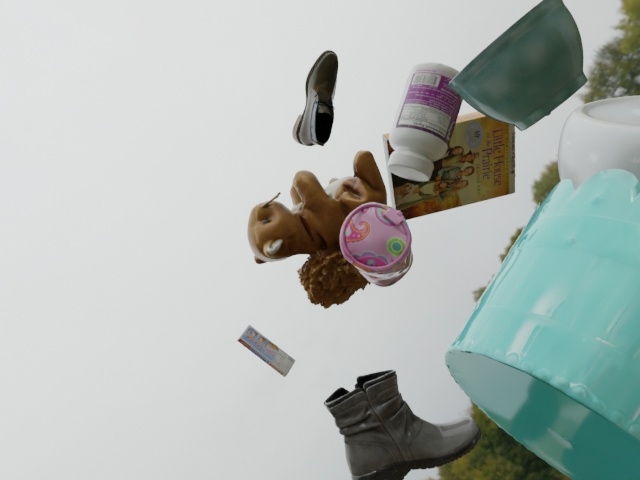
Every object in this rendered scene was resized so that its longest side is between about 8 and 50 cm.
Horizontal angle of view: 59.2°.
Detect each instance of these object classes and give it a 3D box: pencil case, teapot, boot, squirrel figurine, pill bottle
[{"bbox_3d":[0.109,0.014,1.021,0.124,0.124,0.284,-49,-14,0],"label":"pencil case"},{"bbox_3d":[0.401,-0.062,0.659,0.256,0.252,0.187,-12,-66,-15],"label":"teapot"},{"bbox_3d":[0.012,-0.310,1.251,0.082,0.106,0.219,10,-77,-30],"label":"boot"},{"bbox_3d":[0.000,0.000,1.565,0.370,0.397,0.281,-24,3,-22],"label":"squirrel figurine"},{"bbox_3d":[0.190,0.386,1.239,0.338,0.222,0.118,-13,-8,-25],"label":"boot"},{"bbox_3d":[0.290,-0.326,1.581,0.169,0.169,0.301,28,-101,-58],"label":"pill bottle"}]

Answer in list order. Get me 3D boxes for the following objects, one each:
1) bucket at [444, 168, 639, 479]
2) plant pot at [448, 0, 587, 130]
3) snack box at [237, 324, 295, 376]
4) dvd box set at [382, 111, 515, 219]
[{"bbox_3d":[0.257,0.099,0.478,0.183,0.281,0.281,-50,-31,-14],"label":"bucket"},{"bbox_3d":[0.464,-0.373,1.267,0.293,0.196,0.293,-39,1,0],"label":"plant pot"},{"bbox_3d":[-0.159,0.326,1.672,0.022,0.178,0.064,-50,3,38],"label":"snack box"},{"bbox_3d":[0.427,-0.247,1.844,0.420,0.062,0.307,-13,-58,-3],"label":"dvd box set"}]
